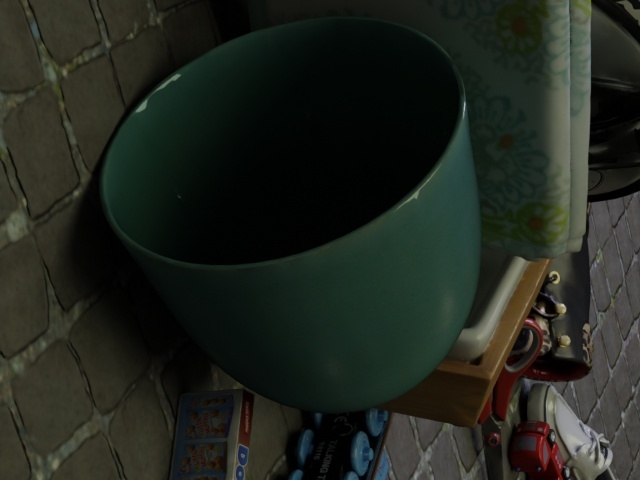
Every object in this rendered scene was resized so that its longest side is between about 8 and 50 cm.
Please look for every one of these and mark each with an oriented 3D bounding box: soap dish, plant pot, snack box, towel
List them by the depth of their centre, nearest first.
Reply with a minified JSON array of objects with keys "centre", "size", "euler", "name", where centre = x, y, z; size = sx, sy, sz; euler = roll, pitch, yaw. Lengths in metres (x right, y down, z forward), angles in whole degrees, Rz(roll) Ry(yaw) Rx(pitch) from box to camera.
[{"centre":[-0.094,0.209,1.235],"size":[0.022,0.064,0.178],"euler":[36,53,-52],"name":"snack box"},{"centre":[0.000,0.000,1.240],"size":[0.293,0.293,0.235],"euler":[-69,149,-41],"name":"plant pot"},{"centre":[0.083,-0.176,1.319],"size":[0.090,0.320,0.374],"euler":[-38,133,-44],"name":"towel"},{"centre":[0.094,0.053,1.474],"size":[0.291,0.229,0.118],"euler":[-54,147,-52],"name":"soap dish"}]

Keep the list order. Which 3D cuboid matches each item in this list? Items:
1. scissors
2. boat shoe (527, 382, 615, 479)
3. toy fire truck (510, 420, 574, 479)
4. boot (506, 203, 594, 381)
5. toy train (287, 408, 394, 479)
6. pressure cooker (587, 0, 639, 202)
[{"centre":[0.193,0.218,1.813],"size":[0.021,0.109,0.297],"euler":[-125,-138,-68],"name":"scissors"},{"centre":[0.346,0.282,2.031],"size":[0.258,0.084,0.095],"euler":[60,36,-37],"name":"boat shoe"},{"centre":[0.281,0.340,1.937],"size":[0.192,0.047,0.135],"euler":[65,34,-30],"name":"toy fire truck"},{"centre":[0.249,0.007,1.865],"size":[0.377,0.138,0.284],"euler":[35,54,-62],"name":"boot"},{"centre":[0.021,0.222,1.443],"size":[0.184,0.080,0.105],"euler":[-70,151,-45],"name":"toy train"},{"centre":[0.230,-0.243,1.502],"size":[0.375,0.370,0.420],"euler":[38,59,-15],"name":"pressure cooker"}]
